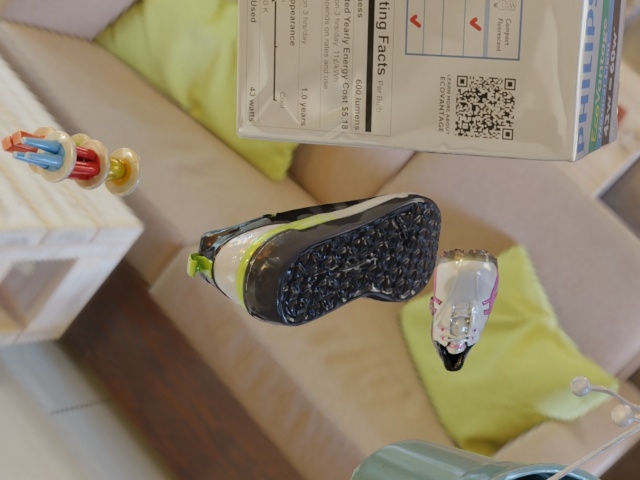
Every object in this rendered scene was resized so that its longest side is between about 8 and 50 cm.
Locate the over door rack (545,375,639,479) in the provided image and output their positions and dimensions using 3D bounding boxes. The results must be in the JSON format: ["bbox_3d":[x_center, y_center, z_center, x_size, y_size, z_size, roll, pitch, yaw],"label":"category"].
[{"bbox_3d":[0.282,0.228,1.115,0.108,0.324,0.239,49,-1,-12],"label":"over door rack"}]

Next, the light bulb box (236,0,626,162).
[{"bbox_3d":[0.121,-0.274,1.198,0.361,0.357,0.225,7,13,24],"label":"light bulb box"}]

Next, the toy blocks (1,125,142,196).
[{"bbox_3d":[-0.276,-0.089,1.199,0.123,0.054,0.148,18,4,33],"label":"toy blocks"}]

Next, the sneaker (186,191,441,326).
[{"bbox_3d":[0.000,0.000,0.846,0.097,0.084,0.235,18,16,35],"label":"sneaker"}]

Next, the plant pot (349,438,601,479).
[{"bbox_3d":[0.194,0.431,1.594,0.341,0.341,0.334,31,-9,-25],"label":"plant pot"}]

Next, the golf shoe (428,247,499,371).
[{"bbox_3d":[0.149,0.072,1.203,0.186,0.068,0.086,85,5,-62],"label":"golf shoe"}]
